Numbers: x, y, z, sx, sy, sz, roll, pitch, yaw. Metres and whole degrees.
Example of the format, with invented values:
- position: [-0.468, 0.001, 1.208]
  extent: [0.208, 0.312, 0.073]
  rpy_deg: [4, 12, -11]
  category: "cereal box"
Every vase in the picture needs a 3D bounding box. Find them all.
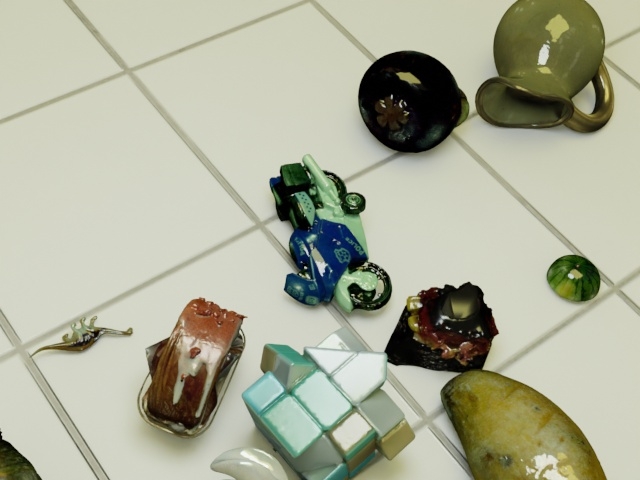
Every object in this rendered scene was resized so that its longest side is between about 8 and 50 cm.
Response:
- position: [0.523, -0.362, 2.000]
  extent: [0.329, 0.241, 0.302]
  rpy_deg: [29, 63, -19]
  category: "vase"

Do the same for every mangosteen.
- position: [0.193, -0.291, 1.888]
  extent: [0.243, 0.243, 0.243]
  rpy_deg: [4, 53, -5]
  category: "mangosteen"

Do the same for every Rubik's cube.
- position: [0.011, 0.259, 1.441]
  extent: [0.213, 0.224, 0.265]
  rpy_deg: [-40, 69, -14]
  category: "Rubik's cube"

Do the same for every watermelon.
- position: [0.493, 0.066, 1.749]
  extent: [0.105, 0.062, 0.105]
  rpy_deg: [5, 48, -6]
  category: "watermelon"

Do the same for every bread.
- position: [-0.208, 0.199, 1.454]
  extent: [0.142, 0.212, 0.224]
  rpy_deg: [22, 54, 2]
  category: "bread"

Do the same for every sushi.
- position: [0.226, 0.148, 1.592]
  extent: [0.172, 0.150, 0.153]
  rpy_deg: [24, 53, 9]
  category: "sushi"

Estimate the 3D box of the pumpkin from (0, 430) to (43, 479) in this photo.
- position: [-0.531, 0.409, 1.258]
  extent: [0.320, 0.192, 0.320]
  rpy_deg: [6, 53, -7]
  category: "pumpkin"

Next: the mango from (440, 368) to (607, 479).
- position: [0.327, 0.340, 1.468]
  extent: [0.176, 0.175, 0.329]
  rpy_deg: [10, 30, -29]
  category: "mango"

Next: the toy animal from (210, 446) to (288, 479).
- position: [-0.059, 0.463, 1.285]
  extent: [0.247, 0.183, 0.310]
  rpy_deg: [23, 48, -34]
  category: "toy animal"

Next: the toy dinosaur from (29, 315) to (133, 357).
- position: [-0.415, 0.162, 1.557]
  extent: [0.180, 0.037, 0.058]
  rpy_deg: [-18, 54, -22]
  category: "toy dinosaur"

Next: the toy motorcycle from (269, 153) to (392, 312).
- position: [0.000, 0.000, 1.694]
  extent: [0.196, 0.125, 0.331]
  rpy_deg: [-13, 61, -19]
  category: "toy motorcycle"
